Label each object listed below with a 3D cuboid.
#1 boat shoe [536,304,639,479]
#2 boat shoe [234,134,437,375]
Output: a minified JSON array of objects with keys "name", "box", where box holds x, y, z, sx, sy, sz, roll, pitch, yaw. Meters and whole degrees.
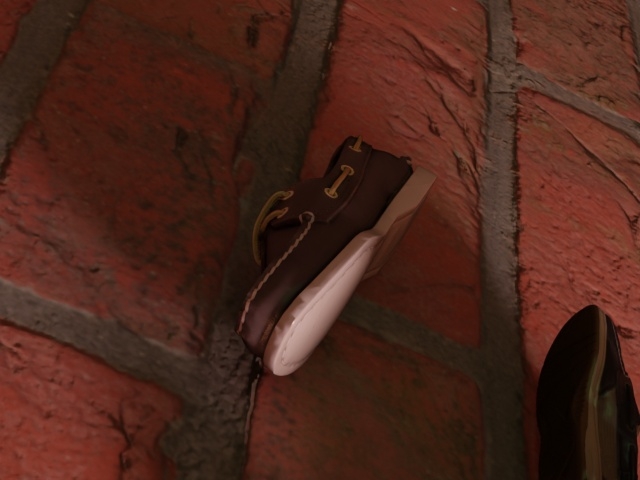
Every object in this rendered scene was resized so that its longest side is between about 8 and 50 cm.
[{"name":"boat shoe","box":[0.228,0.151,1.065,0.073,0.080,0.223,30,41,-14]},{"name":"boat shoe","box":[0.000,0.000,1.034,0.097,0.116,0.324,33,32,7]}]
